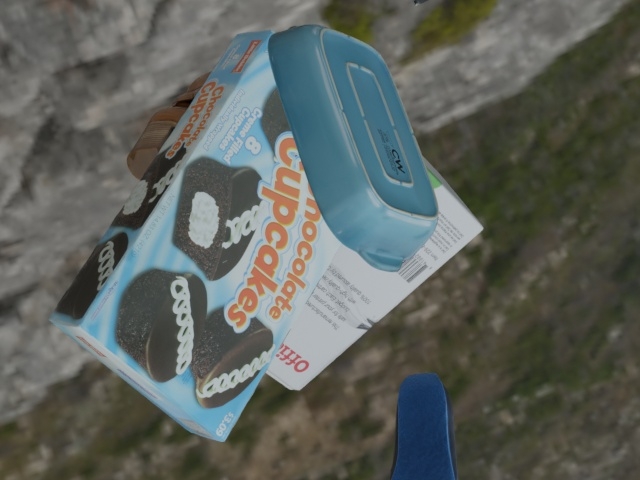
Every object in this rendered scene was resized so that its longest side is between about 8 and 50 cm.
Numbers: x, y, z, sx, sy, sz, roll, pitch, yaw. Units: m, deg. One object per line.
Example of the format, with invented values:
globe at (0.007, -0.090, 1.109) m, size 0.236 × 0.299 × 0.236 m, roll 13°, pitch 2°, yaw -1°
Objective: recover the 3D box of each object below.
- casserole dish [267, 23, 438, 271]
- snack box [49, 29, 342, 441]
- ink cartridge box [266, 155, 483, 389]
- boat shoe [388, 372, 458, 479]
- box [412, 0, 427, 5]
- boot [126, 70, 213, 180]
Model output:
casserole dish at (0.027, -0.070, 0.981) m, size 0.037 × 0.188 × 0.114 m, roll -30°, pitch 156°, yaw 30°
snack box at (-0.080, -0.006, 1.317) m, size 0.060 × 0.322 × 0.187 m, roll 5°, pitch 148°, yaw 51°
ink cartridge box at (0.000, 0.000, 1.628) m, size 0.289 × 0.121 × 0.211 m, roll -41°, pitch 134°, yaw 7°
boat shoe at (0.138, 0.293, 1.814) m, size 0.109 × 0.258 × 0.089 m, roll 3°, pitch 153°, yaw 17°
box at (0.173, -0.269, 1.141) m, size 0.220 × 0.051 × 0.175 m, roll -24°, pitch -165°, yaw 23°
boot at (-0.116, -0.163, 2.110) m, size 0.283 × 0.109 × 0.220 m, roll -2°, pitch -144°, yaw 30°
